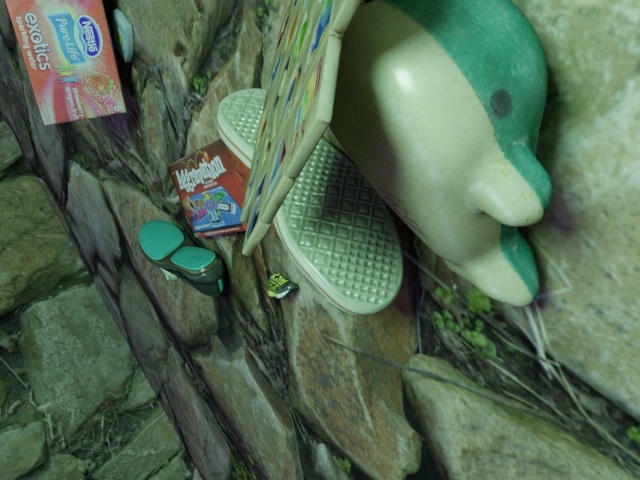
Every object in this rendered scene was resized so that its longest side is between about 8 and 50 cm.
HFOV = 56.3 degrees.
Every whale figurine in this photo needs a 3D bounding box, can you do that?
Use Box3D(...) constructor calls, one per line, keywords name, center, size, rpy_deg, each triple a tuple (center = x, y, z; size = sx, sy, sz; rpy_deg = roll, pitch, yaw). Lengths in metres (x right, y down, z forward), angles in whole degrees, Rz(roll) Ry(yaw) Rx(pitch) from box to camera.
Box3D(name="whale figurine", center=(0.110, -0.073, 0.459), size=(0.272, 0.141, 0.216), rpy_deg=(54, 173, -31))

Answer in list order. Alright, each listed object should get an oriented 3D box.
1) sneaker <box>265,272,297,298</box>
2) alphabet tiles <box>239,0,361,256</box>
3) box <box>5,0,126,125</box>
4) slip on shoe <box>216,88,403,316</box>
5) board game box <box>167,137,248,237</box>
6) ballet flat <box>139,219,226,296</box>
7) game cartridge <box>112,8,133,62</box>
Box3D(name="sneaker", center=(-0.065, 0.068, 0.920), size=(0.083, 0.031, 0.035), rpy_deg=(-12, 102, 60))
Box3D(name="alphabet tiles", center=(-0.005, -0.172, 0.437), size=(0.285, 0.011, 0.343), rpy_deg=(128, 154, -58))
Box3D(name="box", center=(-0.451, -0.375, 1.053), size=(0.142, 0.154, 0.300), rpy_deg=(-124, 26, -49))
Box3D(name="slip on shoe", center=(-0.018, -0.043, 0.680), size=(0.331, 0.123, 0.101), rpy_deg=(52, 156, 31))
Box3D(name="board game box", center=(-0.178, -0.081, 0.995), size=(0.281, 0.027, 0.145), rpy_deg=(-6, 106, 59))
Box3D(name="ballet flat", center=(-0.277, 0.044, 1.190), size=(0.280, 0.095, 0.096), rpy_deg=(28, 146, 47))
Box3D(name="game cartridge", center=(-0.353, -0.363, 1.071), size=(0.056, 0.017, 0.083), rpy_deg=(51, 148, 16))
